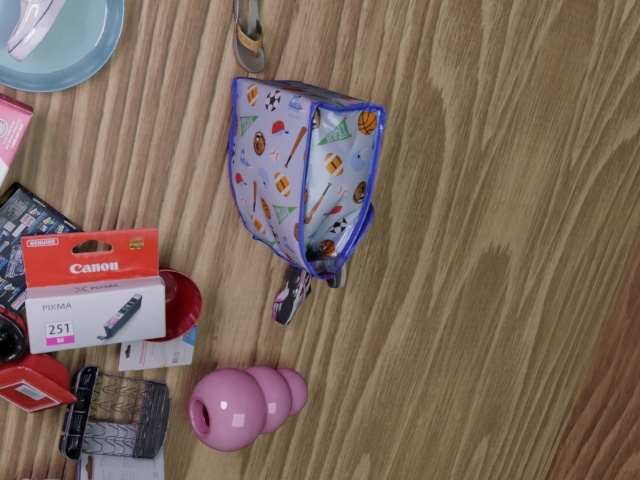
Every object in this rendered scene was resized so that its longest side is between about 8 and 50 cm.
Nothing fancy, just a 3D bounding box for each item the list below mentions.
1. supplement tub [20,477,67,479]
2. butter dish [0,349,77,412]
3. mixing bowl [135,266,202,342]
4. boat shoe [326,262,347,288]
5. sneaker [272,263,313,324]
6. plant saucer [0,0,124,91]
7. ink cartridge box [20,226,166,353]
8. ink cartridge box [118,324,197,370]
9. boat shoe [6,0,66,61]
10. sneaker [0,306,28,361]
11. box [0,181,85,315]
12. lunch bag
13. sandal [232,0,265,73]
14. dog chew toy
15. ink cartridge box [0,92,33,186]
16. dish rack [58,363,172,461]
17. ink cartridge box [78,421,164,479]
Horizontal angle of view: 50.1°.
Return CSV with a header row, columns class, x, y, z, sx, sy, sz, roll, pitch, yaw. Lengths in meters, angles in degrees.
class,x,y,z,sx,sy,sz,roll,pitch,yaw
supplement tub,-0.586,0.664,1.600,0.272,0.191,0.191,31,92,-39
butter dish,-0.611,0.284,1.467,0.160,0.118,0.160,-18,133,26
mixing bowl,-0.368,0.130,1.557,0.182,0.098,0.181,-9,115,-20
boat shoe,0.000,0.000,1.763,0.093,0.103,0.285,-20,117,-20
sneaker,-0.060,0.145,1.806,0.077,0.072,0.178,8,112,-48
plant saucer,-0.519,-0.432,1.244,0.318,0.044,0.317,-15,119,-28
ink cartridge box,-0.462,0.101,1.415,0.275,0.060,0.238,-5,115,-20
ink cartridge box,-0.393,0.244,1.624,0.182,0.062,0.104,1,110,-35
boat shoe,-0.487,-0.437,1.188,0.084,0.095,0.258,31,81,-35
sneaker,-0.691,0.159,1.336,0.097,0.135,0.276,-51,128,-2
box,-0.612,0.019,1.379,0.220,0.051,0.175,-50,129,-5
lunch bag,-0.044,-0.142,1.520,0.239,0.328,0.385,-5,111,-35
sandal,-0.150,-0.450,1.482,0.072,0.049,0.180,-15,119,-28
dog chew toy,-0.170,0.418,1.777,0.332,0.207,0.206,-6,114,-41
ink cartridge box,-0.673,-0.195,1.173,0.283,0.117,0.207,24,96,-29
dish rack,-0.463,0.409,1.595,0.272,0.074,0.208,21,70,-39
ink cartridge box,-0.476,0.545,1.621,0.224,0.223,0.045,19,138,-39
